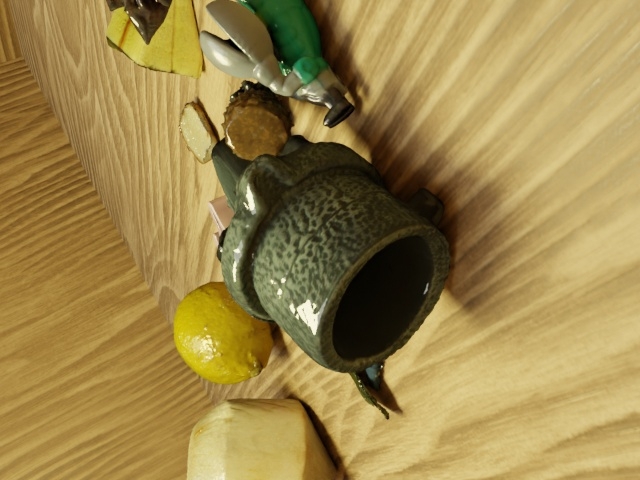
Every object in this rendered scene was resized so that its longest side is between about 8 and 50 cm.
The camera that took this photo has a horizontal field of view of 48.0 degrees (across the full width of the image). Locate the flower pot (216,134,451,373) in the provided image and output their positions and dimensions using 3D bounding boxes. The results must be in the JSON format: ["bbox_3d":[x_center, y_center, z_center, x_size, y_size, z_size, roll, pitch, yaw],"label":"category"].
[{"bbox_3d":[0.000,0.000,1.003,0.283,0.299,0.299,39,148,39],"label":"flower pot"}]

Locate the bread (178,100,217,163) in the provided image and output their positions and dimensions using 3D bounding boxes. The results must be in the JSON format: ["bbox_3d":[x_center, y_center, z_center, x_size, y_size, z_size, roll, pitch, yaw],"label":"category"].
[{"bbox_3d":[-0.277,-0.249,1.659,0.129,0.044,0.126,61,151,13],"label":"bread"}]

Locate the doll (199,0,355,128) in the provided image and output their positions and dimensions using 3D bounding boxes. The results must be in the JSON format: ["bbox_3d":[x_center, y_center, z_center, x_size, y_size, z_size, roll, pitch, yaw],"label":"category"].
[{"bbox_3d":[-0.070,-0.270,1.013,0.258,0.153,0.195,59,-170,30],"label":"doll"}]

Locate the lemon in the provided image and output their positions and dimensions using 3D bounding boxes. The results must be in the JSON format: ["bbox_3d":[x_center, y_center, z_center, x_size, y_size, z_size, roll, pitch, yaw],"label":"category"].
[{"bbox_3d":[-0.254,0.246,1.885,0.310,0.253,0.254,46,153,36],"label":"lemon"}]

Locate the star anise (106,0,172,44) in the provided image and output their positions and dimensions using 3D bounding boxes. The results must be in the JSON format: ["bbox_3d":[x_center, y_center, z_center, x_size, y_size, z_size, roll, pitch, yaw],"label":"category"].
[{"bbox_3d":[-0.305,-0.505,1.271,0.315,0.108,0.316,8,101,43],"label":"star anise"}]

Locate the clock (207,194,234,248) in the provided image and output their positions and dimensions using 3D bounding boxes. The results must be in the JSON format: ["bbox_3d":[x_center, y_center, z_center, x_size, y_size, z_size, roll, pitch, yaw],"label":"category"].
[{"bbox_3d":[-0.156,0.024,1.643,0.290,0.080,0.275,63,158,-2],"label":"clock"}]

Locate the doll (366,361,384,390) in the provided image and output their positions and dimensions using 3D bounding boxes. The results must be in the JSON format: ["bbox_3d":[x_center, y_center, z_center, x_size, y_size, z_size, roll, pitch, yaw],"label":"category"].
[{"bbox_3d":[0.103,0.253,1.394,0.037,0.027,0.125,47,156,36],"label":"doll"}]

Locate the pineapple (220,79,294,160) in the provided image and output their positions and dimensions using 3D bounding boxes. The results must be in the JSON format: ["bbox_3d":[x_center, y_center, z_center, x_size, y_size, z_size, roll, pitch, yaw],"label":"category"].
[{"bbox_3d":[-0.100,-0.202,1.163,0.237,0.111,0.119,-95,20,-65],"label":"pineapple"}]

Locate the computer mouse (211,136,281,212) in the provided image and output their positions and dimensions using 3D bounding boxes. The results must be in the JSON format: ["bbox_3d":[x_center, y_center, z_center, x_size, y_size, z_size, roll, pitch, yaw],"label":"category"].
[{"bbox_3d":[-0.105,-0.098,1.350,0.374,0.114,0.203,41,153,58],"label":"computer mouse"}]

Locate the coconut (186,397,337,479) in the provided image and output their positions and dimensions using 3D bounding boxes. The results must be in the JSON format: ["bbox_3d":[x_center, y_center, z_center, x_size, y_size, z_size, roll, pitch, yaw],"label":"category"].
[{"bbox_3d":[-0.154,0.615,1.937,0.415,0.415,0.345,52,145,25],"label":"coconut"}]

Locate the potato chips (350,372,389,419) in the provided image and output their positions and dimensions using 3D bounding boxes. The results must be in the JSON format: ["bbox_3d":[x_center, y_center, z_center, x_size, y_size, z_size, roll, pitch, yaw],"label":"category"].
[{"bbox_3d":[0.075,0.289,1.450,0.209,0.026,0.142,45,168,33],"label":"potato chips"}]

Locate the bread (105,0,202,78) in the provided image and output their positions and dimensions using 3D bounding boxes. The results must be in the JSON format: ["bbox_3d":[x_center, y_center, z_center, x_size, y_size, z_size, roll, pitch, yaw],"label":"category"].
[{"bbox_3d":[-0.302,-0.479,1.458,0.167,0.163,0.264,44,118,37],"label":"bread"}]
